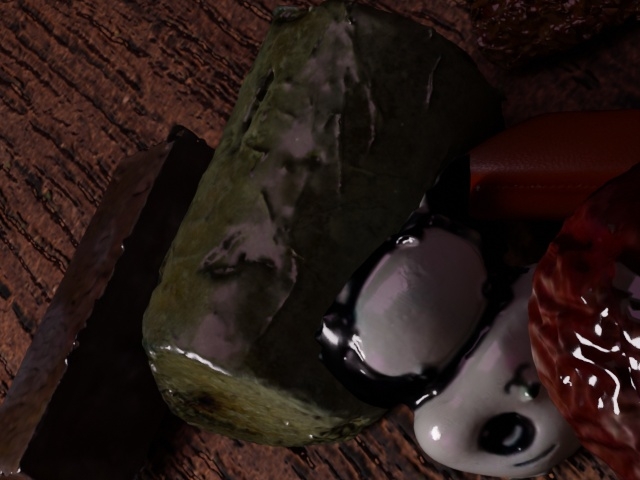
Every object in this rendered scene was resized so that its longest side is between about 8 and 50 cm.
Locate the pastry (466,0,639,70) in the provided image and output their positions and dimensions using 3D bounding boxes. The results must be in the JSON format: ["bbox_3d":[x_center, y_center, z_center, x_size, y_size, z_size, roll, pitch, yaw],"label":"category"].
[{"bbox_3d":[0.178,-0.180,1.434,0.169,0.063,0.087,-23,46,36],"label":"pastry"}]

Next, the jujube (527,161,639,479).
[{"bbox_3d":[0.276,0.070,1.051,0.342,0.216,0.216,27,84,46],"label":"jujube"}]

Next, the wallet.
[{"bbox_3d":[0.194,-0.051,1.297,0.204,0.045,0.142,1,27,47],"label":"wallet"}]

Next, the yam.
[{"bbox_3d":[0.000,0.000,1.389,0.195,0.195,0.300,5,66,48],"label":"yam"}]

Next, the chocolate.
[{"bbox_3d":[-0.162,0.065,1.579,0.112,0.112,0.321,-6,55,54],"label":"chocolate"}]

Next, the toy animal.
[{"bbox_3d":[0.106,0.060,1.242,0.179,0.138,0.166,39,94,8],"label":"toy animal"}]
